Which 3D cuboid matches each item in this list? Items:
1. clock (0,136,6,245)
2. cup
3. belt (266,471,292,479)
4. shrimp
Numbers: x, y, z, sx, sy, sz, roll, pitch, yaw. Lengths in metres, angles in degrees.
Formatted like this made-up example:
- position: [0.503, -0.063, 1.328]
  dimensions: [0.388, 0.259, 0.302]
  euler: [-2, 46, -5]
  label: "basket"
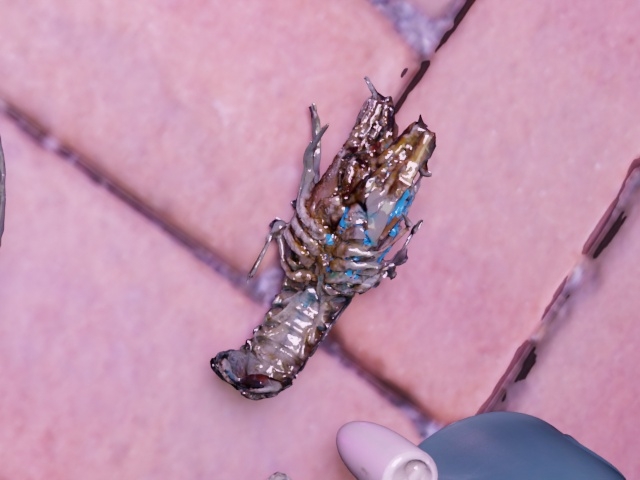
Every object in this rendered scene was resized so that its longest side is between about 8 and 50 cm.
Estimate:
- position: [-0.298, -0.017, 0.609]
  dimensions: [0.325, 0.067, 0.325]
  euler: [-6, 105, -24]
  label: "clock"
- position: [0.128, 0.196, 0.799]
  dimensions: [0.300, 0.173, 0.167]
  euler: [42, 82, -26]
  label: "cup"
- position: [-0.054, 0.195, 0.739]
  dimensions: [0.179, 0.100, 0.065]
  euler: [-37, 105, -22]
  label: "belt"
- position: [0.000, 0.001, 0.767]
  dimensions: [0.082, 0.076, 0.174]
  euler: [31, 92, 13]
  label: "shrimp"
